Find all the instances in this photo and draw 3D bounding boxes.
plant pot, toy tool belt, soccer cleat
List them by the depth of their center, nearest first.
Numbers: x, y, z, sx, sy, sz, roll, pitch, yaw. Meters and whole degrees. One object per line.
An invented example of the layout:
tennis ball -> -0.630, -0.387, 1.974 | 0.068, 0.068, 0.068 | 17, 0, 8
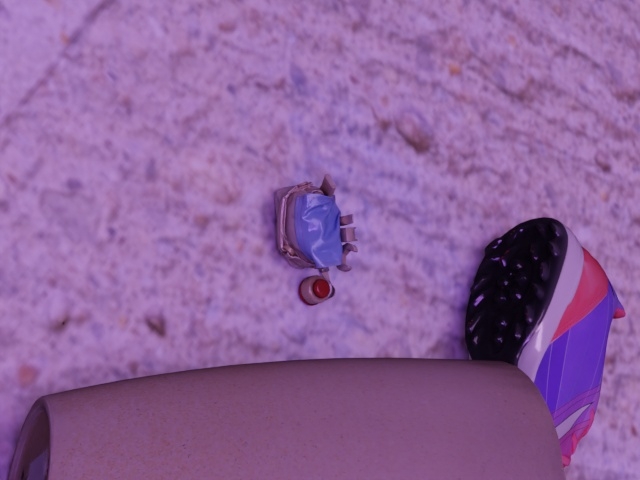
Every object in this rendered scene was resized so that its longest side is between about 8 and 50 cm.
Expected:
plant pot -> -0.038, 0.173, 1.036 | 0.274, 0.256, 0.257 | 12, 73, -19
toy tool belt -> 0.000, 0.000, 1.205 | 0.052, 0.051, 0.083 | -10, 88, -40
soccer cleat -> 0.138, 0.139, 1.257 | 0.116, 0.108, 0.318 | 40, 56, -30
